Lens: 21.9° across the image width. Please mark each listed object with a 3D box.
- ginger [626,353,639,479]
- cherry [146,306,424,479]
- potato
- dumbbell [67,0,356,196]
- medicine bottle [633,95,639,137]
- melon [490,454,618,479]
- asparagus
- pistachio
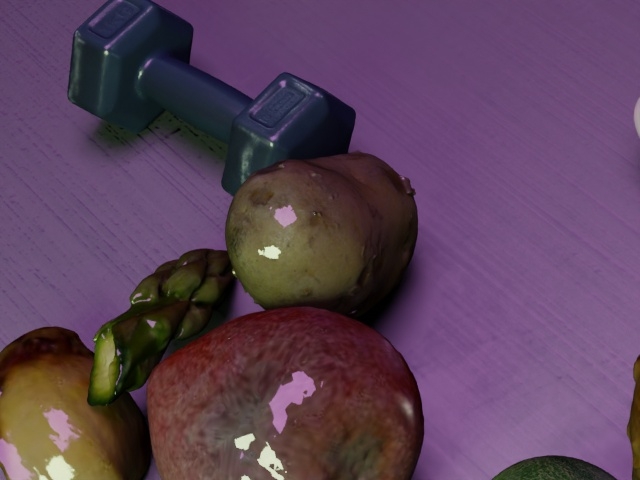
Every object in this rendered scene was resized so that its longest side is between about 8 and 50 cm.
[{"bbox_3d":[0.367,0.132,1.267,0.223,0.200,0.269,-12,22,-37],"label":"ginger"},{"bbox_3d":[-0.033,0.172,1.449,0.239,0.206,0.239,-33,45,40],"label":"cherry"},{"bbox_3d":[0.000,0.000,1.562,0.165,0.165,0.262,16,16,23],"label":"potato"},{"bbox_3d":[-0.119,-0.144,1.753,0.316,0.156,0.143,30,34,30],"label":"dumbbell"},{"bbox_3d":[0.434,-0.187,1.659,0.152,0.152,0.254,20,58,26],"label":"medicine bottle"},{"bbox_3d":[0.209,0.299,1.298,0.182,0.182,0.287,-17,48,-2],"label":"melon"},{"bbox_3d":[-0.148,0.066,1.578,0.080,0.080,0.287,13,25,21],"label":"asparagus"},{"bbox_3d":[-0.239,0.176,1.533,0.165,0.130,0.210,7,58,-40],"label":"pistachio"}]
